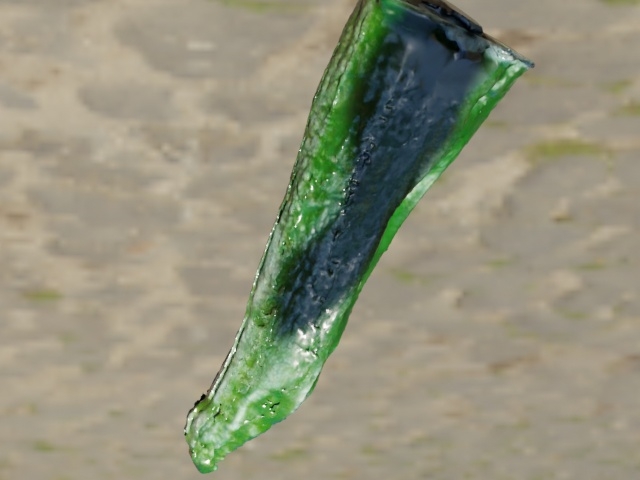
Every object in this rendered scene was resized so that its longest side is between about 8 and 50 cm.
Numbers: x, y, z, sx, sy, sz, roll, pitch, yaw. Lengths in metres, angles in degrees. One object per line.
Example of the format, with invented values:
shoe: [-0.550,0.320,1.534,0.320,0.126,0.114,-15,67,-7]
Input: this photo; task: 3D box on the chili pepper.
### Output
chili pepper: [0.000,0.000,0.825,0.088,0.227,0.059,25,-171,-30]
